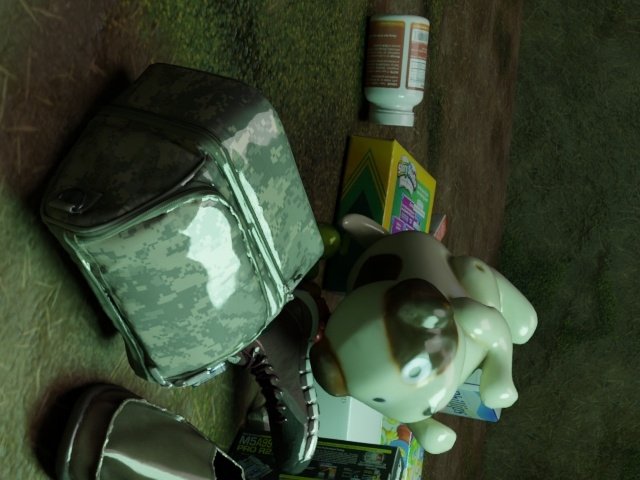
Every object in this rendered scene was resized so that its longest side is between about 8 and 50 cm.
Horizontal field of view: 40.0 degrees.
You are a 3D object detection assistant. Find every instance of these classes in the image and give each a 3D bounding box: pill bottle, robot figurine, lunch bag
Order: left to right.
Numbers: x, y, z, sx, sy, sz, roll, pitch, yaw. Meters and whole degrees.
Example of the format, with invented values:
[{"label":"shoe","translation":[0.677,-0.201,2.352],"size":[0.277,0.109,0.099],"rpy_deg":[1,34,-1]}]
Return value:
[{"label":"lunch bag","translation":[-0.159,-0.005,0.999],"size":[0.256,0.213,0.305],"rpy_deg":[-49,143,-28]},{"label":"robot figurine","translation":[0.000,0.000,1.543],"size":[0.115,0.101,0.067],"rpy_deg":[-153,-96,-86]},{"label":"pill bottle","translation":[0.151,-0.341,1.773],"size":[0.121,0.121,0.216],"rpy_deg":[-13,109,-67]}]

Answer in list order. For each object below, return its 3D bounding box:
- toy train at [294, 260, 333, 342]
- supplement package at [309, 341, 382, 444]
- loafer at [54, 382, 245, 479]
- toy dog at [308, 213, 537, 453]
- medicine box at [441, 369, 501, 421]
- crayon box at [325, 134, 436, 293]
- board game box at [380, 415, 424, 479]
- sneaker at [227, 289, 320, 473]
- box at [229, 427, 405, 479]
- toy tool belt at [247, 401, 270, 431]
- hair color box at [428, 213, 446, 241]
[{"label":"toy train","translation":[-0.016,0.098,1.538],"size":[0.248,0.105,0.143],"rpy_deg":[-7,90,-68]},{"label":"supplement package","translation":[0.022,0.314,1.621],"size":[0.204,0.145,0.261],"rpy_deg":[-11,106,-68]},{"label":"loafer","translation":[-0.189,0.267,1.091],"size":[0.366,0.130,0.133],"rpy_deg":[47,53,-63]},{"label":"toy dog","translation":[0.149,0.129,1.375],"size":[0.395,0.285,0.408],"rpy_deg":[63,20,-3]},{"label":"medicine box","translation":[0.270,0.296,2.045],"size":[0.263,0.290,0.149],"rpy_deg":[56,45,-59]},{"label":"crayon box","translation":[0.137,-0.022,1.861],"size":[0.363,0.106,0.312],"rpy_deg":[26,71,-68]},{"label":"board game box","translation":[0.151,0.505,2.013],"size":[0.144,0.142,0.275],"rpy_deg":[5,92,-69]},{"label":"sneaker","translation":[-0.092,0.208,1.327],"size":[0.163,0.106,0.281],"rpy_deg":[10,73,-36]},{"label":"box","translation":[-0.026,0.403,1.335],"size":[0.060,0.270,0.216],"rpy_deg":[74,26,-42]},{"label":"toy tool belt","translation":[-0.088,0.306,1.468],"size":[0.051,0.052,0.083],"rpy_deg":[-45,138,-46]},{"label":"hair color box","translation":[0.241,-0.007,2.146],"size":[0.167,0.093,0.053],"rpy_deg":[-52,143,-52]}]
